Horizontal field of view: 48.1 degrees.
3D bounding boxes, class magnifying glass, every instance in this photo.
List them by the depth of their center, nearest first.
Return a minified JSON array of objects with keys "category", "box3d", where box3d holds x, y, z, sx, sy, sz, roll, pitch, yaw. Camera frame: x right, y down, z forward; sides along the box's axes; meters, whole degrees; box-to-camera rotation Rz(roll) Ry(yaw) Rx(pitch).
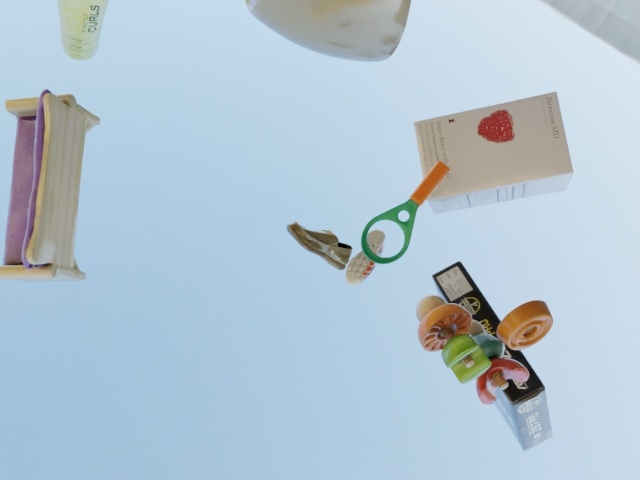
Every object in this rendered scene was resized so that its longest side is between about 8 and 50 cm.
[{"category":"magnifying glass","box3d":[0.165,-0.054,1.372,0.092,0.231,0.026,39,-176,6]}]

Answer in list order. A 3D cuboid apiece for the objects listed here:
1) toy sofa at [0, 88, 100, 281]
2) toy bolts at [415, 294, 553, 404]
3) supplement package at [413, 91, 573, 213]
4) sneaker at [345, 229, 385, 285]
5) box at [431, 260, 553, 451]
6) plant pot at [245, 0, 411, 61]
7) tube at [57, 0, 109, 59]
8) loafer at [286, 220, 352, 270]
[{"category":"toy sofa","box3d":[-0.551,-0.102,1.391,0.150,0.177,0.363,-2,-101,16]},{"category":"toy bolts","box3d":[0.294,0.162,1.291,0.228,0.218,0.159,54,-175,-47]},{"category":"supplement package","box3d":[0.362,-0.178,1.514,0.175,0.292,0.178,29,-129,-74]},{"category":"sneaker","box3d":[0.114,0.051,1.694,0.061,0.065,0.158,21,-117,27]},{"category":"box","box3d":[0.426,0.286,1.781,0.097,0.318,0.395,-29,-129,1]},{"category":"plant pot","box3d":[-0.010,-0.391,1.012,0.190,0.284,0.284,-9,-130,-14]},{"category":"tube","box3d":[-0.365,-0.350,1.088,0.070,0.240,0.062,-29,-90,-23]},{"category":"loafer","box3d":[0.000,0.000,1.266,0.148,0.050,0.056,33,-174,-38]}]
